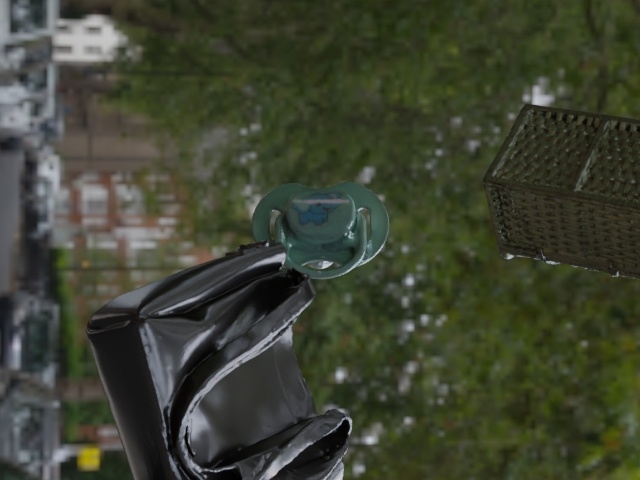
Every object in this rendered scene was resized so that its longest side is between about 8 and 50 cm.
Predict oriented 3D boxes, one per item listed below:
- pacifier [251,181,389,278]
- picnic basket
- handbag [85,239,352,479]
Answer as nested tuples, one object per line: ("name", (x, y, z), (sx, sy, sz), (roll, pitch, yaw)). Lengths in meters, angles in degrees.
("pacifier", (0.000, 0.000, 1.707), (0.116, 0.150, 0.126), (92, -10, -59))
("picnic basket", (0.298, -0.041, 1.669), (0.134, 0.196, 0.154), (-60, 149, -35))
("handbag", (-0.077, 0.158, 1.448), (0.113, 0.257, 0.285), (-9, -77, 39))
